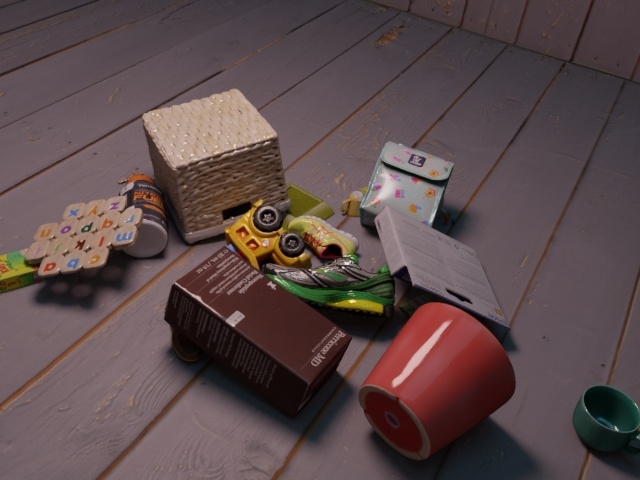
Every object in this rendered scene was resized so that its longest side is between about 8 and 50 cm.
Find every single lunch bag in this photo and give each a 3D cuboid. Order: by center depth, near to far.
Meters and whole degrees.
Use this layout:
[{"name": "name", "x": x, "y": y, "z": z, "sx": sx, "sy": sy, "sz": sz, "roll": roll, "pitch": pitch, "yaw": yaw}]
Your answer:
[{"name": "lunch bag", "x": 0.256, "y": -0.153, "z": 2.081, "sx": 0.223, "sy": 0.160, "sz": 0.262, "roll": 19, "pitch": 74, "yaw": 11}]

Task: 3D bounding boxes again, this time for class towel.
[{"name": "towel", "x": 0.294, "y": 0.182, "z": 1.850, "sx": 0.152, "sy": 0.023, "sz": 0.113, "roll": -20, "pitch": 44, "yaw": -29}]

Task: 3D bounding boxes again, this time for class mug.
[{"name": "mug", "x": 0.629, "y": 0.409, "z": 1.558, "sx": 0.129, "sy": 0.097, "sz": 0.158, "roll": 2, "pitch": 39, "yaw": -9}, {"name": "mug", "x": 0.105, "y": -0.111, "z": 2.147, "sx": 0.062, "sy": 0.064, "sz": 0.078, "roll": 22, "pitch": 40, "yaw": 16}]

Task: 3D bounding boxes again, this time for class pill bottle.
[{"name": "pill bottle", "x": -0.487, "y": -0.076, "z": 1.933, "sx": 0.130, "sy": 0.130, "sz": 0.246, "roll": -3, "pitch": 40, "yaw": -14}]

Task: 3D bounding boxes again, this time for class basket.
[{"name": "basket", "x": -0.299, "y": -0.224, "z": 2.015, "sx": 0.328, "sy": 0.266, "sz": 0.331, "roll": -20, "pitch": 43, "yaw": -18}]

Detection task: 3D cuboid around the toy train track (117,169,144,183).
[{"name": "toy train track", "x": -0.576, "y": -0.188, "z": 2.156, "sx": 0.083, "sy": 0.014, "sz": 0.048, "roll": -26, "pitch": 56, "yaw": -29}]

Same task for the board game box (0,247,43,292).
[{"name": "board game box", "x": -0.788, "y": 0.083, "z": 1.741, "sx": 0.181, "sy": 0.043, "sz": 0.092, "roll": -18, "pitch": 45, "yaw": -30}]

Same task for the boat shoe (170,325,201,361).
[{"name": "boat shoe", "x": -0.319, "y": 0.207, "z": 1.661, "sx": 0.064, "sy": 0.060, "sz": 0.178, "roll": -7, "pitch": 41, "yaw": -19}]

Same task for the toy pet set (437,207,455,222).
[{"name": "toy pet set", "x": 0.340, "y": -0.094, "z": 2.194, "sx": 0.114, "sy": 0.065, "sz": 0.122, "roll": 26, "pitch": 27, "yaw": -39}]

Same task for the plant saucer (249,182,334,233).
[{"name": "plant saucer", "x": -0.082, "y": -0.102, "z": 2.115, "sx": 0.188, "sy": 0.045, "sz": 0.188, "roll": 30, "pitch": 43, "yaw": 25}]

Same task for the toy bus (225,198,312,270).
[{"name": "toy bus", "x": -0.159, "y": 0.037, "z": 1.846, "sx": 0.211, "sy": 0.149, "sz": 0.220, "roll": -37, "pitch": 74, "yaw": -19}]

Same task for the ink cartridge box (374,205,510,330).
[{"name": "ink cartridge box", "x": 0.308, "y": 0.083, "z": 1.831, "sx": 0.324, "sy": 0.071, "sz": 0.330, "roll": 25, "pitch": 31, "yaw": -24}]

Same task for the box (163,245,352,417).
[{"name": "box", "x": -0.144, "y": 0.198, "z": 1.595, "sx": 0.381, "sy": 0.143, "sz": 0.191, "roll": 35, "pitch": 42, "yaw": 12}]

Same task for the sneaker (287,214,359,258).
[{"name": "sneaker", "x": 0.000, "y": 0.000, "z": 1.968, "sx": 0.208, "sy": 0.081, "sz": 0.094, "roll": 20, "pitch": 44, "yaw": 8}]

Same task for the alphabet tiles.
[{"name": "alphabet tiles", "x": -0.589, "y": -0.012, "z": 1.777, "sx": 0.284, "sy": 0.021, "sz": 0.278, "roll": -9, "pitch": 40, "yaw": 6}]

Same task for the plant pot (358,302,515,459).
[{"name": "plant pot", "x": 0.229, "y": 0.309, "z": 1.498, "sx": 0.275, "sy": 0.275, "sz": 0.243, "roll": 35, "pitch": 56, "yaw": 30}]

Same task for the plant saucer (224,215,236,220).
[{"name": "plant saucer", "x": -0.208, "y": -0.004, "z": 1.988, "sx": 0.067, "sy": 0.018, "sz": 0.192, "roll": -26, "pitch": 49, "yaw": -36}]

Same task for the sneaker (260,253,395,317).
[{"name": "sneaker", "x": 0.020, "y": 0.101, "z": 1.770, "sx": 0.343, "sy": 0.134, "sz": 0.146, "roll": 10, "pitch": 79, "yaw": -7}]

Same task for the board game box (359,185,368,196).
[{"name": "board game box", "x": 0.259, "y": -0.153, "z": 2.259, "sx": 0.259, "sy": 0.039, "sz": 0.124, "roll": -18, "pitch": 46, "yaw": -34}]
